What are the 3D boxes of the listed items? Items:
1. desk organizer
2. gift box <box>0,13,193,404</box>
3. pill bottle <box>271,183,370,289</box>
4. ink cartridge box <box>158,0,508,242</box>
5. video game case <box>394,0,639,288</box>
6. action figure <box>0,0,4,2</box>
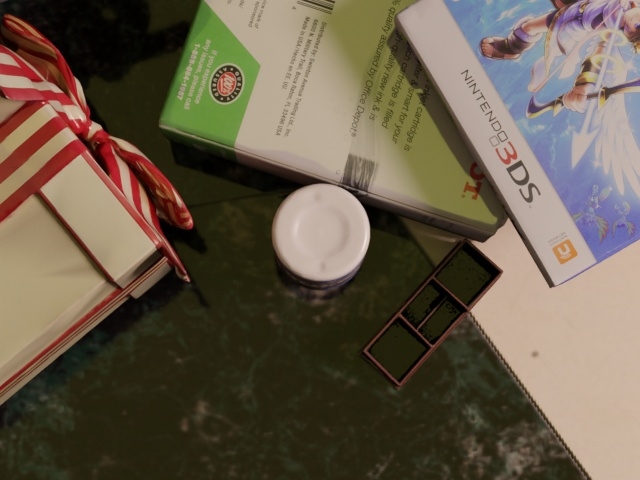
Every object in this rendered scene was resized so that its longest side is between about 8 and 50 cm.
[{"bbox_3d":[0.092,0.060,1.643,0.047,0.050,0.130,42,86,3],"label":"desk organizer"},{"bbox_3d":[-0.253,-0.007,1.540,0.258,0.276,0.255,-40,92,-5],"label":"gift box"},{"bbox_3d":[0.000,0.000,1.604,0.078,0.137,0.078,0,84,0],"label":"pill bottle"},{"bbox_3d":[0.038,-0.139,1.624,0.289,0.121,0.211,19,85,1],"label":"ink cartridge box"},{"bbox_3d":[0.232,-0.133,1.523,0.269,0.061,0.244,-31,87,2],"label":"video game case"},{"bbox_3d":[-0.298,-0.247,1.526,0.341,0.330,0.178,-18,85,-2],"label":"action figure"}]
